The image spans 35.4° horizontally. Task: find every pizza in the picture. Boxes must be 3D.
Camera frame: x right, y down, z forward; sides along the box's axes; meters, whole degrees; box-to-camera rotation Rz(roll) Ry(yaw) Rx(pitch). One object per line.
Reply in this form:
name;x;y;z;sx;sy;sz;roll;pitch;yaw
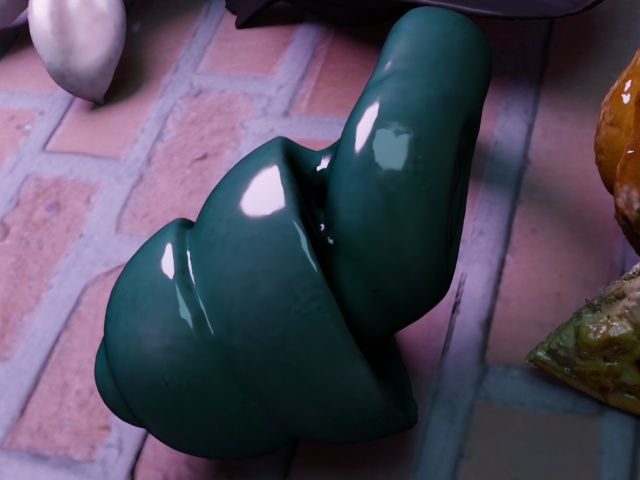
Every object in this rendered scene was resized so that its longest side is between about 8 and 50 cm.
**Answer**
pizza;0.162;0.046;0.498;0.123;0.109;0.026;11;35;24

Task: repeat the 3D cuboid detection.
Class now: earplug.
earplug;-0.004;-0.007;0.546;0.280;0.164;0.257;-30;44;1

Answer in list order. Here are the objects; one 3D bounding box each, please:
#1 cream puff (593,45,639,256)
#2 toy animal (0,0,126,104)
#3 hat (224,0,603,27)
cream puff;0.272;-0.035;0.522;0.241;0.155;0.269;-26;43;-17
toy animal;-0.178;-0.297;0.807;0.196;0.241;0.368;14;69;32
hat;0.060;-0.242;0.752;0.336;0.209;0.238;28;80;10
